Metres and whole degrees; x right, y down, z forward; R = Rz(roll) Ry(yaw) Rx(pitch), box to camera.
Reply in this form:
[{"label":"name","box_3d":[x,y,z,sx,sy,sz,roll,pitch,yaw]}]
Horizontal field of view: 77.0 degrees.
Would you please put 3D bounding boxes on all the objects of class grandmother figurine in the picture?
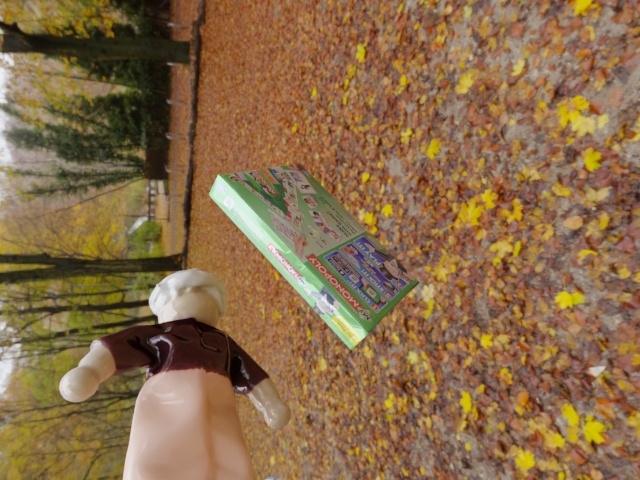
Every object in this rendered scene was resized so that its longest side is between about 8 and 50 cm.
[{"label":"grandmother figurine","box_3d":[-0.131,0.145,0.388,0.104,0.207,0.342,-48,33,17]}]

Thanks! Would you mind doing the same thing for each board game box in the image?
[{"label":"board game box","box_3d":[0.000,0.000,0.657,0.317,0.213,0.046,46,124,14]}]

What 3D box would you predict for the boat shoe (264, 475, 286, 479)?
[{"label":"boat shoe","box_3d":[-0.027,0.439,0.537,0.079,0.081,0.228,-44,77,28]}]
